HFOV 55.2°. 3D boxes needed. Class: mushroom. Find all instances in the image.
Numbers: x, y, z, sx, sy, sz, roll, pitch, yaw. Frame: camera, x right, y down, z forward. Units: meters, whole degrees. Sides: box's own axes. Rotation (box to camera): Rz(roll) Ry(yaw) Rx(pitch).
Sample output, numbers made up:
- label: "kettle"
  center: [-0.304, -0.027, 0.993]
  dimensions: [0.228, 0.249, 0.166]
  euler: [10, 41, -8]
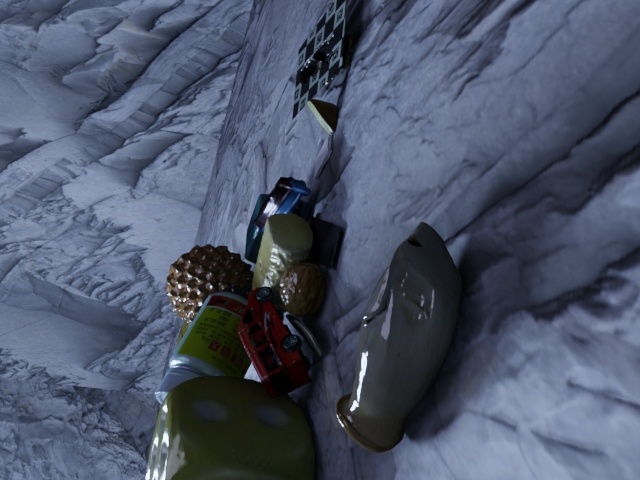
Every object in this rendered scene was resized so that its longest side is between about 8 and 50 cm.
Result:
- label: "mushroom"
  center: [0.083, 0.108, 0.641]
  dimensions: [0.108, 0.096, 0.247]
  euler: [31, 114, 45]

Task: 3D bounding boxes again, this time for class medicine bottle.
- label: "medicine bottle"
  center: [-0.202, 0.221, 1.159]
  dimensions: [0.225, 0.139, 0.139]
  euler: [-63, 6, -34]

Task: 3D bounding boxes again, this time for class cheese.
- label: "cheese"
  center: [-0.073, 0.043, 1.152]
  dimensions: [0.123, 0.094, 0.167]
  euler: [-93, 15, -51]

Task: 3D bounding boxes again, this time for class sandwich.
- label: "sandwich"
  center: [0.013, -0.249, 1.192]
  dimensions: [0.044, 0.083, 0.031]
  euler: [-37, 2, -15]

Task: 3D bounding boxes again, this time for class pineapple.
- label: "pineapple"
  center: [-0.207, 0.145, 1.404]
  dimensions: [0.357, 0.223, 0.223]
  euler: [29, 108, 54]

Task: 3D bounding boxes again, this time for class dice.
- label: "dice"
  center: [-0.151, 0.376, 0.979]
  dimensions: [0.227, 0.233, 0.238]
  euler: [-121, 45, -65]

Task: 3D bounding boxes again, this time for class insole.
- label: "insole"
  center: [-0.031, 0.158, 1.055]
  dimensions: [0.063, 0.010, 0.192]
  euler: [60, 168, -10]

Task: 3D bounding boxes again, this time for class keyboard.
- label: "keyboard"
  center: [0.002, 0.000, 1.108]
  dimensions: [0.196, 0.015, 0.074]
  euler: [-153, 71, -73]

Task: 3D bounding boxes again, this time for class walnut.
- label: "walnut"
  center: [-0.032, 0.085, 1.058]
  dimensions: [0.079, 0.082, 0.096]
  euler: [-36, -38, -73]

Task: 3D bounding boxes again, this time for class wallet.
- label: "wallet"
  center: [0.003, -0.163, 1.210]
  dimensions: [0.083, 0.011, 0.044]
  euler: [121, 154, -48]

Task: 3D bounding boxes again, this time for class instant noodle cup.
- label: "instant noodle cup"
  center: [-0.133, -0.026, 1.470]
  dimensions: [0.157, 0.070, 0.179]
  euler: [-95, 22, -47]

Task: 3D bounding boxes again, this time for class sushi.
- label: "sushi"
  center: [0.017, -0.363, 1.228]
  dimensions: [0.215, 0.050, 0.192]
  euler: [-34, 47, 56]

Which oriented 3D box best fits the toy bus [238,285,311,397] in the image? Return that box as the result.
- label: "toy bus"
  center: [-0.088, 0.170, 1.054]
  dimensions: [0.195, 0.089, 0.081]
  euler: [55, 168, 43]

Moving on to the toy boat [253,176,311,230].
- label: "toy boat"
  center: [-0.066, -0.061, 1.228]
  dimensions: [0.223, 0.097, 0.100]
  euler: [-43, 24, 64]

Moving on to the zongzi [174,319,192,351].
- label: "zongzi"
  center: [-0.306, 0.321, 1.618]
  dimensions: [0.360, 0.160, 0.323]
  euler: [109, 159, -45]
